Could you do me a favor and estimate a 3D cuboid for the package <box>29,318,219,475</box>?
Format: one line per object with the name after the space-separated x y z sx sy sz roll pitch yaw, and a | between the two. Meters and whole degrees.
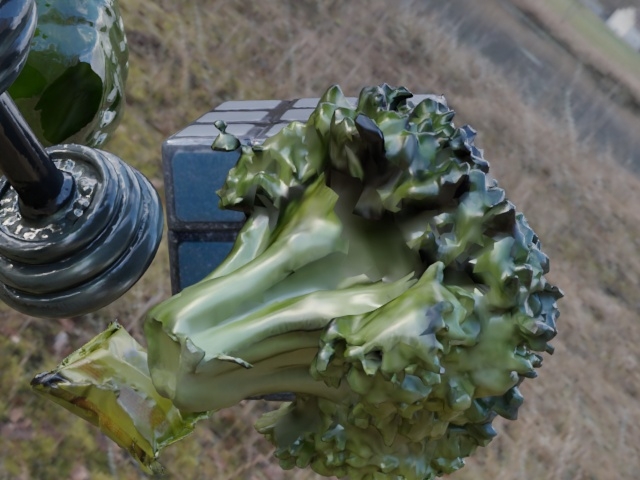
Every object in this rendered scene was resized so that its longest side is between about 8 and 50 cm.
-0.257 0.211 1.480 0.226 0.090 0.168 33 45 16 | package

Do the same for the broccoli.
0.004 0.044 0.843 0.281 0.348 0.293 -14 59 -29 | broccoli

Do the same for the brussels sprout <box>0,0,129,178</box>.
-0.374 -0.210 1.330 0.354 0.281 0.289 56 37 -66 | brussels sprout

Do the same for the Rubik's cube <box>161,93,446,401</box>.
0.000 0.000 1.277 0.301 0.305 0.304 -1 14 8 | Rubik's cube

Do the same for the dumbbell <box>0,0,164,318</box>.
-0.258 -0.086 0.896 0.179 0.179 0.406 54 -9 37 | dumbbell
